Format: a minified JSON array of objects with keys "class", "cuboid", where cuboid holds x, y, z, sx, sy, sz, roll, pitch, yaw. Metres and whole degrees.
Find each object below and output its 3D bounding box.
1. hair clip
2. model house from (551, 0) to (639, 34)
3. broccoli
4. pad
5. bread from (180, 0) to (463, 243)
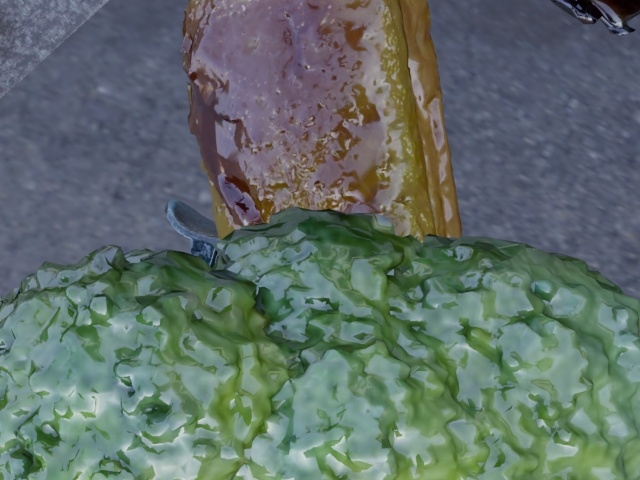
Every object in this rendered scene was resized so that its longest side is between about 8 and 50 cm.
[{"class":"hair clip","cuboid":[0.012,0.014,1.206,0.229,0.039,0.070,3,102,17]},{"class":"model house","cuboid":[0.228,-0.296,1.228,0.282,0.317,0.297,16,123,40]},{"class":"broccoli","cuboid":[-0.030,0.097,0.603,0.302,0.254,0.186,-7,71,-4]},{"class":"pad","cuboid":[-0.220,-0.240,1.533,0.235,0.003,0.158,-44,73,-7]},{"class":"bread","cuboid":[0.001,-0.001,0.918,0.139,0.077,0.271,-7,91,39]}]
